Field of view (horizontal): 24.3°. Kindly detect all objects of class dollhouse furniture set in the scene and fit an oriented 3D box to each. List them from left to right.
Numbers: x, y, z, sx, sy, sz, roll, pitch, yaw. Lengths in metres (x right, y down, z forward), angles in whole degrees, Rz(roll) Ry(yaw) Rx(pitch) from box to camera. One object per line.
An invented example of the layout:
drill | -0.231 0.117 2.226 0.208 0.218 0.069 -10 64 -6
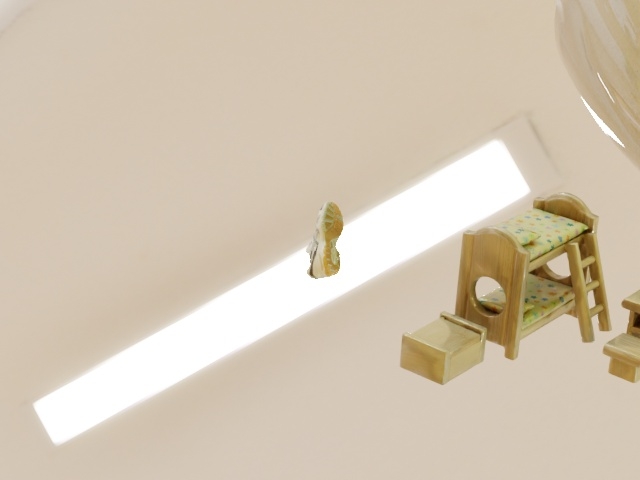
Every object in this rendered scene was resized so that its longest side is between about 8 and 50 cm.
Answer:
dollhouse furniture set | 0.180 0.048 1.120 0.161 0.182 0.101 20 -61 34

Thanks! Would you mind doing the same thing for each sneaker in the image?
sneaker | 0.000 0.000 1.473 0.037 0.032 0.083 -23 -130 40

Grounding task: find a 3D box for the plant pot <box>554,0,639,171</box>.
plant pot | 0.365 -0.150 1.403 0.256 0.274 0.256 0 -54 1
